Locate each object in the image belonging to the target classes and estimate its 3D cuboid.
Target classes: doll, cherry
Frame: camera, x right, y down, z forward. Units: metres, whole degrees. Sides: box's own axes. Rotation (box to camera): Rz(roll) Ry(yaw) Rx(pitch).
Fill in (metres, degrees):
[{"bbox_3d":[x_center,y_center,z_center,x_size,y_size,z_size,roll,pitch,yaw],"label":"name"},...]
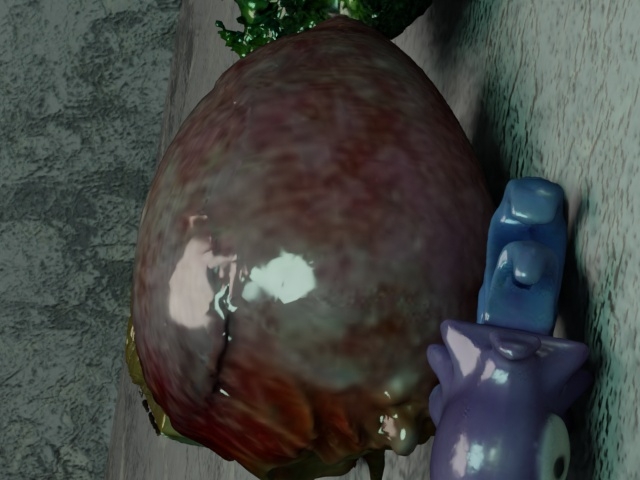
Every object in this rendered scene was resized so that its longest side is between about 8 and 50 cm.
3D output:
[{"bbox_3d":[0.077,0.045,0.738,0.110,0.067,0.206,89,-169,-50],"label":"doll"},{"bbox_3d":[0.000,0.000,0.888,0.192,0.175,0.249,93,-177,-70],"label":"cherry"}]

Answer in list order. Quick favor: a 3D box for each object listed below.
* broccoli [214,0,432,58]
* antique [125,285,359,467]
[{"bbox_3d":[-0.044,-0.224,0.977,0.297,0.297,0.297,167,90,-73],"label":"broccoli"},{"bbox_3d":[-0.042,0.049,1.135,0.147,0.148,0.152,-150,71,-77],"label":"antique"}]
